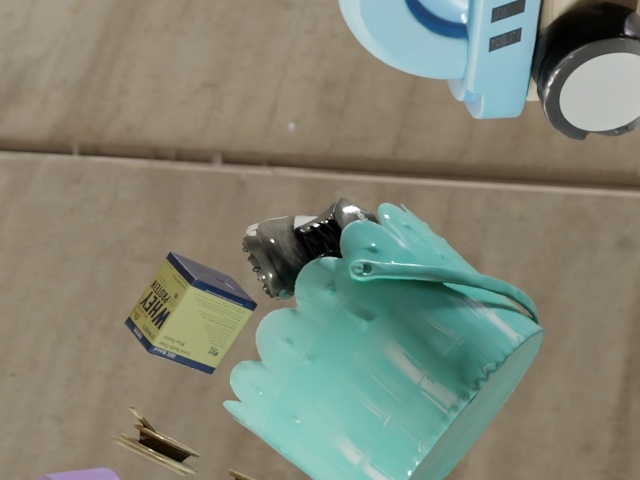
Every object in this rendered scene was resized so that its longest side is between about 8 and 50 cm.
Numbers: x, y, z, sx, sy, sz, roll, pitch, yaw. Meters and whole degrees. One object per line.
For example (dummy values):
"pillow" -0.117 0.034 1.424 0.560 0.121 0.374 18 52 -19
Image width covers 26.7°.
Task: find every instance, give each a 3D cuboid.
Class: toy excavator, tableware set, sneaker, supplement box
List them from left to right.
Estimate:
"supplement box" -0.122 0.069 1.272 0.083 0.056 0.083 25 -79 -42
"tableware set" -0.107 0.223 1.345 0.128 0.194 0.039 101 -166 -82
"sneaker" 0.000 0.000 1.276 0.078 0.106 0.234 62 -166 6
"toy excavator" 0.051 -0.281 1.048 0.222 0.445 0.433 -99 6 -46

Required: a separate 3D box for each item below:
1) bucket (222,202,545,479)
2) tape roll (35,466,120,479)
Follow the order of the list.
"bucket" 0.066 0.120 1.254 0.281 0.183 0.281 -46 -17 -18
"tape roll" -0.289 0.372 1.626 0.080 0.189 0.189 -3 -82 -30
